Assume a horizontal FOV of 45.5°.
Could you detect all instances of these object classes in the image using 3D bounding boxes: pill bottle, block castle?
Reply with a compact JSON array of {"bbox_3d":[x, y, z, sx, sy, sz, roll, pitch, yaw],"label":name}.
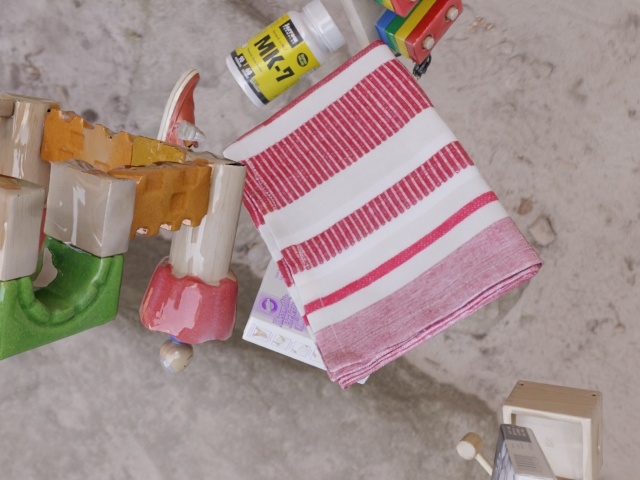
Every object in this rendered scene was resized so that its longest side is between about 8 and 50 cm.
[{"bbox_3d":[-0.064,-0.356,1.444,0.208,0.119,0.119,-34,95,9],"label":"pill bottle"},{"bbox_3d":[-0.285,0.024,0.539,0.303,0.453,0.212,19,107,22],"label":"block castle"}]

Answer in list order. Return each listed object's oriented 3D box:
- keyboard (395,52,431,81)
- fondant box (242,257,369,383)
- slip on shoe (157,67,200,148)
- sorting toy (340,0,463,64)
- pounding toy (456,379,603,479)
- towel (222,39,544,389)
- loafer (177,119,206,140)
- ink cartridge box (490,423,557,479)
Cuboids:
[{"bbox_3d":[0.165,-0.376,1.163,0.033,0.317,0.201,8,137,27],"label":"keyboard"},{"bbox_3d":[-0.004,0.193,1.944,0.330,0.238,0.096,21,134,-4],"label":"fondant box"},{"bbox_3d":[-0.348,-0.265,1.903,0.101,0.123,0.331,15,91,-4],"label":"slip on shoe"},{"bbox_3d":[0.137,-0.348,0.879,0.089,0.257,0.255,37,86,25],"label":"sorting toy"},{"bbox_3d":[0.323,0.314,1.181,0.206,0.094,0.181,3,111,31],"label":"pounding toy"},{"bbox_3d":[0.046,-0.040,0.812,0.237,0.037,0.329,-34,62,10],"label":"towel"},{"bbox_3d":[-0.299,-0.248,1.768,0.039,0.125,0.045,17,98,-27],"label":"loafer"},{"bbox_3d":[0.196,0.315,0.789,0.045,0.206,0.208,8,90,9],"label":"ink cartridge box"}]
